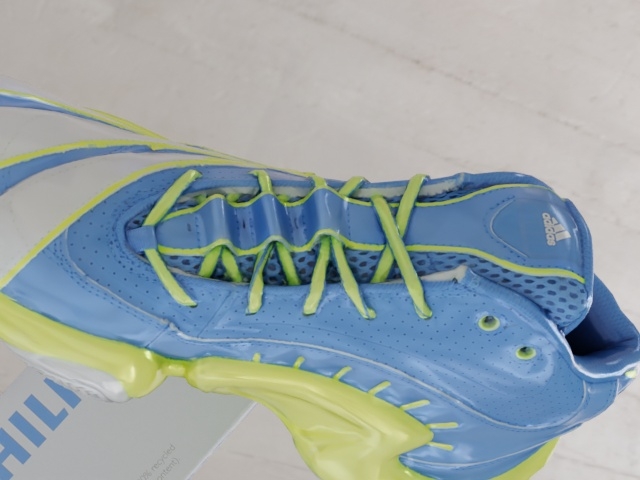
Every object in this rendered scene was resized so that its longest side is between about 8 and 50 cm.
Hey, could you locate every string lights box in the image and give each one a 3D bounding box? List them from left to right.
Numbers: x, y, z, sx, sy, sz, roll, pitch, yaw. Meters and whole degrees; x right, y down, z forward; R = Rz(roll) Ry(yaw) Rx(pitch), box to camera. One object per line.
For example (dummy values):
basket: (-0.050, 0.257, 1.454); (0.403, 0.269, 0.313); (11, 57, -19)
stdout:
string lights box: (-0.078, 0.073, 0.587); (0.077, 0.259, 0.133); (42, 87, 3)

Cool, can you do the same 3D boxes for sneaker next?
sneaker: (0.000, 0.000, 0.372); (0.240, 0.126, 0.091); (30, 40, -32)
